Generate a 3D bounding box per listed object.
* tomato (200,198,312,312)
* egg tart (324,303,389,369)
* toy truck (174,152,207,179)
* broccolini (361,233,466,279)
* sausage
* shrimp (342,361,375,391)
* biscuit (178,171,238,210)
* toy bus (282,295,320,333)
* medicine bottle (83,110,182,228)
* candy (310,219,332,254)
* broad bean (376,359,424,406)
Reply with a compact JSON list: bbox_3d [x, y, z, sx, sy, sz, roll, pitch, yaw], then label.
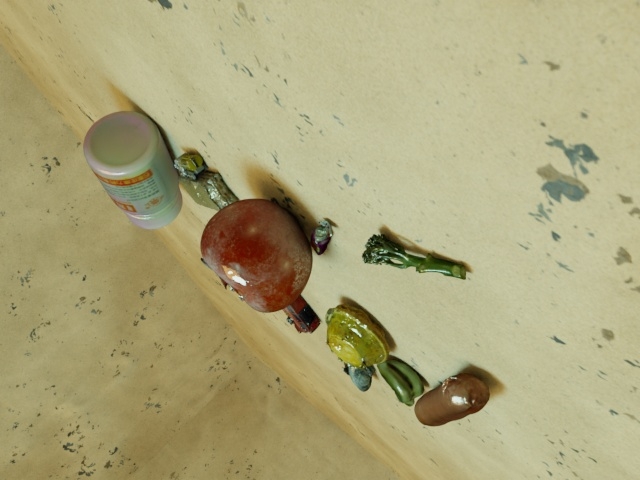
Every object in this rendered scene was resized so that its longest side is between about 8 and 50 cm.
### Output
[{"bbox_3d":[-0.140,0.025,1.409,0.270,0.227,0.270,43,173,6],"label":"tomato"},{"bbox_3d":[0.083,0.260,1.603,0.213,0.090,0.212,32,147,24],"label":"egg tart"},{"bbox_3d":[-0.356,-0.208,1.683,0.123,0.052,0.062,17,143,55],"label":"toy truck"},{"bbox_3d":[0.158,0.025,1.046,0.067,0.058,0.216,7,-178,-38],"label":"broccolini"},{"bbox_3d":[0.293,0.367,1.409,0.094,0.094,0.419,45,164,14],"label":"sausage"},{"bbox_3d":[0.120,0.398,1.928,0.090,0.079,0.233,-4,137,20],"label":"shrimp"},{"bbox_3d":[-0.321,-0.143,1.731,0.239,0.062,0.108,17,147,56],"label":"biscuit"},{"bbox_3d":[-0.089,0.206,1.979,0.096,0.073,0.235,5,136,55],"label":"toy bus"},{"bbox_3d":[-0.552,-0.201,1.876,0.219,0.219,0.388,41,163,15],"label":"medicine bottle"},{"bbox_3d":[0.000,0.000,1.339,0.045,0.043,0.175,52,165,12],"label":"candy"},{"bbox_3d":[0.211,0.388,1.684,0.153,0.072,0.206,57,166,6],"label":"broad bean"}]
